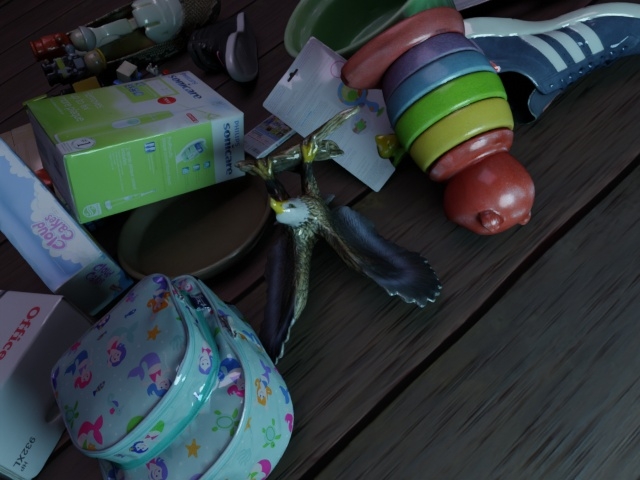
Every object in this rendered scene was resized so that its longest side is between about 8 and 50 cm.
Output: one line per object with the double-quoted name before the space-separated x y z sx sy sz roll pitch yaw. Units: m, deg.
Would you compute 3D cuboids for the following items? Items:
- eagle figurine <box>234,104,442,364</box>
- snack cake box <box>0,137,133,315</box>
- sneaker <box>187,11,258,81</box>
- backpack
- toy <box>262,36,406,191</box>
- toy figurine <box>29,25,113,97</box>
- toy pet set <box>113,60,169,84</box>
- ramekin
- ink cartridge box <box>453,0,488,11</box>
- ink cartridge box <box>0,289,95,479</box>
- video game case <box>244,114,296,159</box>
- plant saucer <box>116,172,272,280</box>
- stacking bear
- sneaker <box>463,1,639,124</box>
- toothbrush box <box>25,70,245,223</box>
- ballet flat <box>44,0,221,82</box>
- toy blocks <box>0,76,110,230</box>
"eagle figurine" -0.007 0.000 0.783 0.226 0.225 0.298 -42 64 45
"snack cake box" -0.427 -0.017 0.911 0.089 0.152 0.264 -42 75 -15
"sneaker" -0.226 -0.413 1.315 0.146 0.105 0.296 -19 38 10
"backpack" -0.163 0.179 0.659 0.225 0.191 0.253 -43 53 1
"toy" 0.042 -0.200 0.939 0.237 0.056 0.137 38 96 11
"toy figurine" -0.550 -0.367 1.346 0.148 0.213 0.209 -24 44 -21
"toy pet set" -0.446 -0.377 1.427 0.114 0.065 0.122 27 61 1
"ramekin" 0.098 -0.386 1.052 0.303 0.148 0.303 -22 46 25
"ink cartridge box" 0.352 -0.519 1.165 0.275 0.060 0.239 -16 45 10
"ink cartridge box" -0.497 0.192 0.839 0.307 0.129 0.223 1 50 26
"video game case" -0.095 -0.204 1.111 0.122 0.011 0.087 -40 44 -14
"plant saucer" -0.202 -0.028 0.966 0.277 0.041 0.278 -12 44 12
"stacking bear" 0.179 -0.141 0.773 0.164 0.175 0.289 -34 74 38
"sneaker" 0.355 -0.256 0.885 0.349 0.131 0.148 -6 80 3
"toothbrush box" -0.295 -0.164 0.952 0.283 0.122 0.206 -20 43 -29
"ballet flat" -0.489 -0.528 1.486 0.482 0.164 0.182 -19 6 11
"toy blocks" -0.458 -0.136 1.121 0.381 0.191 0.261 -24 55 -11
